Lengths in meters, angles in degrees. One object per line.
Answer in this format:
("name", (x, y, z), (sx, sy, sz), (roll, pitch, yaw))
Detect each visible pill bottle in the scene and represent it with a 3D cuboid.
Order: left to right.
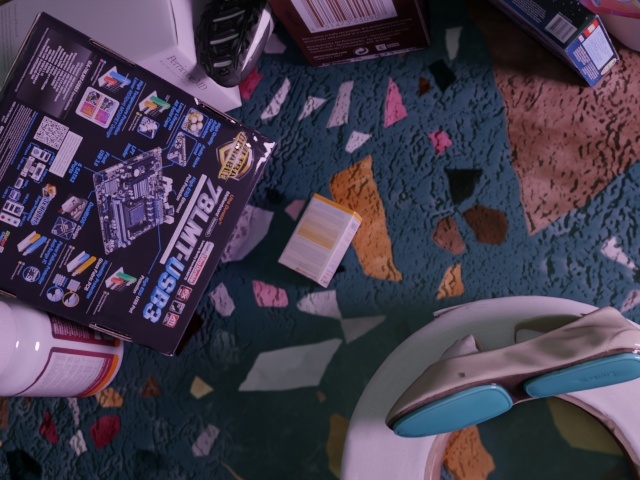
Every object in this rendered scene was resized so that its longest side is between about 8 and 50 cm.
("pill bottle", (-0.352, 0.129, 0.781), (0.121, 0.221, 0.121), (-5, 75, 18))

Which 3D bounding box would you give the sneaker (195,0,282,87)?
("sneaker", (-0.078, -0.301, 0.830), (0.100, 0.108, 0.271), (-5, 58, 28))

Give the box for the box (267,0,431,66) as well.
("box", (0.040, -0.354, 0.798), (0.169, 0.167, 0.203), (-5, 75, 19))

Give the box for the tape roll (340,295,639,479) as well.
("tape roll", (0.210, 0.248, 0.639), (0.393, 0.072, 0.391), (-5, 74, 19))

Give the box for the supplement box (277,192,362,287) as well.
("supplement box", (0.000, 0.000, 0.792), (0.062, 0.036, 0.098), (27, 86, 23))

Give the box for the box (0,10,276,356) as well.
("box", (-0.243, -0.053, 0.740), (0.295, 0.294, 0.073), (-64, 26, -1))

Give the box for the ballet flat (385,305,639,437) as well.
("ballet flat", (0.177, 0.120, 0.611), (0.249, 0.086, 0.086), (-18, 71, 13))

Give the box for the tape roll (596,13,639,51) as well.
("tape roll", (0.433, -0.342, 0.696), (0.287, 0.100, 0.285), (-5, 75, 18))

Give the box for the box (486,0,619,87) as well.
("box", (0.220, -0.275, 0.718), (0.044, 0.159, 0.233), (-49, 66, 22))

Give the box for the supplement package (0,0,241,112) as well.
("supplement package", (-0.287, -0.242, 0.877), (0.293, 0.177, 0.175), (-18, 72, 15))

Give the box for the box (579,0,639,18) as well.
("box", (0.357, -0.373, 0.594), (0.142, 0.154, 0.299), (18, 84, 22))
